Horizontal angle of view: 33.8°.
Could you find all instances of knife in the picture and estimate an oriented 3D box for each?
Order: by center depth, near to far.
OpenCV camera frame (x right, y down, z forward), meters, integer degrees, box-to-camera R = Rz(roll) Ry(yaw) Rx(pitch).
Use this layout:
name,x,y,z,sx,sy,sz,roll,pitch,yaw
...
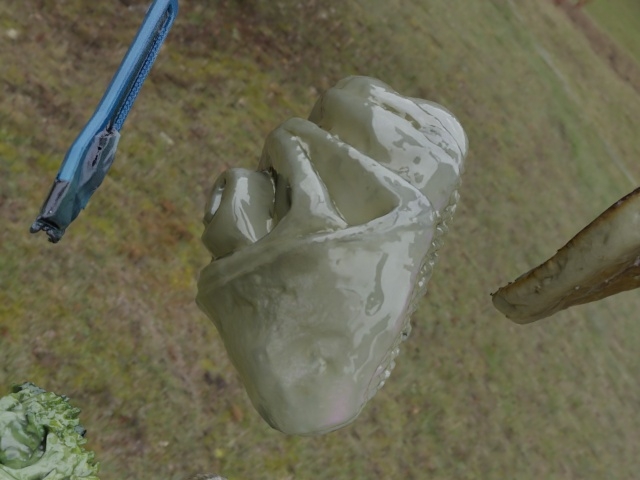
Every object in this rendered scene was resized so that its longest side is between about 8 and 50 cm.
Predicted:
name,x,y,z,sx,sy,sz,roll,pitch,yaw
knife,-0.163,-0.109,0.842,0.044,0.026,0.296,76,26,-49

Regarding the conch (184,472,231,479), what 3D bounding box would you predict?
name,x,y,z,sx,sy,sz,roll,pitch,yaw
conch,-0.175,0.351,1.357,0.207,0.155,0.130,15,44,-34

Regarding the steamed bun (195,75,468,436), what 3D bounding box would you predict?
name,x,y,z,sx,sy,sz,roll,pitch,yaw
steamed bun,0.000,0.000,1.089,0.247,0.352,0.339,19,17,9

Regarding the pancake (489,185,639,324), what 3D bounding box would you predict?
name,x,y,z,sx,sy,sz,roll,pitch,yaw
pancake,0.321,-0.013,0.980,0.356,0.356,0.065,-6,61,-53

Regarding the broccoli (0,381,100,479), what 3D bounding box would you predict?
name,x,y,z,sx,sy,sz,roll,pitch,yaw
broccoli,-0.332,0.167,0.914,0.275,0.397,0.353,33,10,16
